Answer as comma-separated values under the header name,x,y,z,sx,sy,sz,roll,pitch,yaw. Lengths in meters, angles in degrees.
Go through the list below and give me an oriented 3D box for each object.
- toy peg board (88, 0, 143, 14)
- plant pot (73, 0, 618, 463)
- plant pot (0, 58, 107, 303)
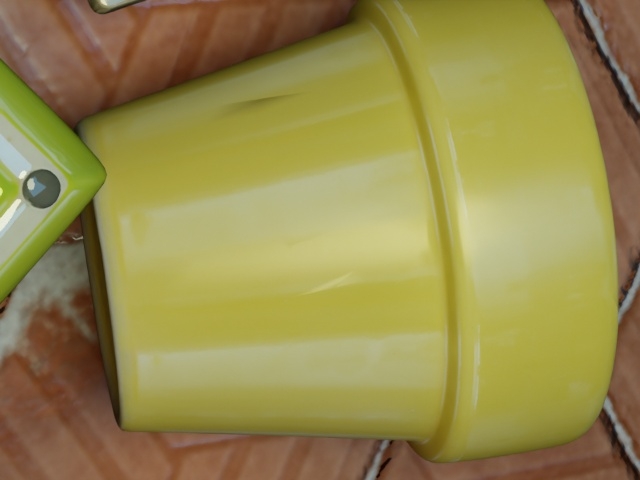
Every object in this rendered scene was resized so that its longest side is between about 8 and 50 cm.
name,x,y,z,sx,sy,sz,roll,pitch,yaw
toy peg board,-0.085,-0.211,0.959,0.161,0.079,0.160,-23,91,-23
plant pot,0.000,0.000,0.940,0.239,0.254,0.254,-8,101,-10
plant pot,-0.249,-0.031,0.815,0.228,0.207,0.227,-49,115,-12
